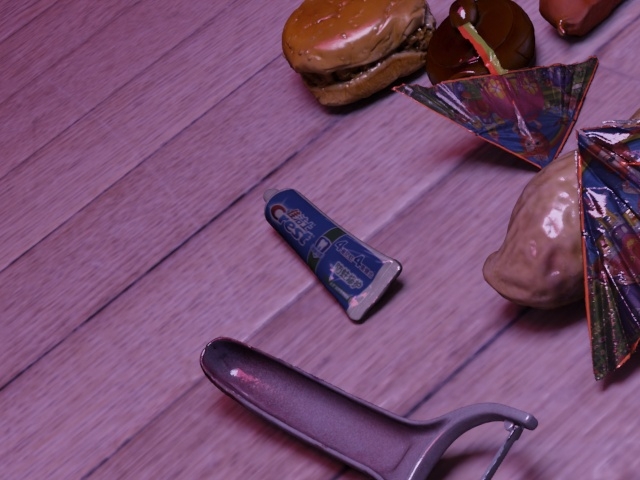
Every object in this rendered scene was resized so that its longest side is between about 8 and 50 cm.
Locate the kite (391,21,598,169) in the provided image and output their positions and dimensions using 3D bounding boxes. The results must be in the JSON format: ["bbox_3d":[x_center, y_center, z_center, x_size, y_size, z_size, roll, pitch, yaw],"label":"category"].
[{"bbox_3d":[0.152,-0.118,0.990,0.190,0.010,0.159,-9,61,-18],"label":"kite"}]

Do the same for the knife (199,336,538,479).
[{"bbox_3d":[0.010,0.130,0.811,0.278,0.053,0.123,18,62,47],"label":"knife"}]

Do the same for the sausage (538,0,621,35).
[{"bbox_3d":[0.252,-0.239,1.076,0.169,0.065,0.065,-43,37,-15],"label":"sausage"}]

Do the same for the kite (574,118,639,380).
[{"bbox_3d":[0.239,-0.020,0.772,0.241,0.014,0.183,-41,72,1],"label":"kite"}]

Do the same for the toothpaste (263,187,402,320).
[{"bbox_3d":[0.000,0.000,0.991,0.057,0.035,0.197,-49,38,1],"label":"toothpaste"}]

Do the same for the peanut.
[{"bbox_3d":[0.211,-0.031,0.832,0.227,0.086,0.104,-29,46,5],"label":"peanut"}]

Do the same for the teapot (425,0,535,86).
[{"bbox_3d":[0.134,-0.171,1.060,0.098,0.078,0.129,-10,41,27],"label":"teapot"}]

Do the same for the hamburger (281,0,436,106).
[{"bbox_3d":[0.034,-0.196,1.160,0.147,0.083,0.138,-24,32,4],"label":"hamburger"}]
